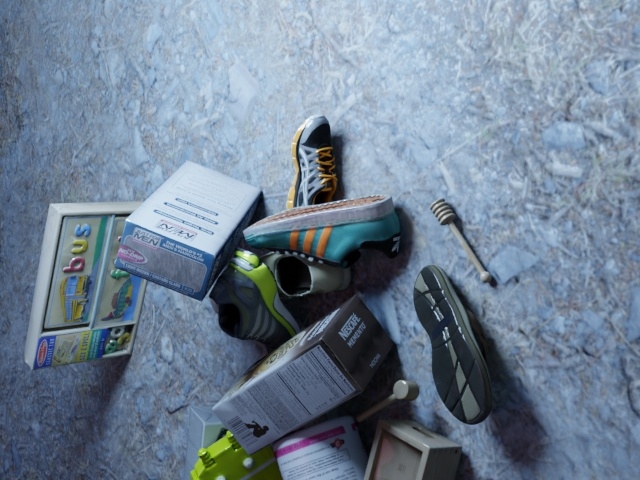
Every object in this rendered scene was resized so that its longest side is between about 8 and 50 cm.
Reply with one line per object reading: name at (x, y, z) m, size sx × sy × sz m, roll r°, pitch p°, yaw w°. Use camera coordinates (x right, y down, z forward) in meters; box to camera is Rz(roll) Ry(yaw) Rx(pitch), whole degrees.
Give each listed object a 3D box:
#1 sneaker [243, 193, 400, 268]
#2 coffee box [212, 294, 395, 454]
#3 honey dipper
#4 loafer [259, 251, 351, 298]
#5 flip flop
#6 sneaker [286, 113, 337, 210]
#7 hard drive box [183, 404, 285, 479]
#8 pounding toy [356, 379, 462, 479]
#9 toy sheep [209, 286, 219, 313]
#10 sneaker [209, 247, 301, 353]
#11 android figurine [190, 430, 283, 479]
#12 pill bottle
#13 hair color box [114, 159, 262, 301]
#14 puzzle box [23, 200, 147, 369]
sneaker at (0.000, 0.000, 1.637) m, size 0.302 × 0.108 × 0.121 m, roll -8°, pitch 104°, yaw 29°
coffee box at (-0.031, 0.242, 1.634) m, size 0.297 × 0.168 × 0.119 m, roll -36°, pitch 95°, yaw 33°
honey dipper at (0.231, 0.002, 1.489) m, size 0.030 × 0.030 × 0.160 m, roll -48°, pitch 63°, yaw 38°
loafer at (-0.059, 0.061, 1.757) m, size 0.269 × 0.092 × 0.101 m, roll -9°, pitch 86°, yaw 47°
flip flop at (0.225, 0.162, 1.478) m, size 0.112 × 0.080 × 0.277 m, roll -54°, pitch 40°, yaw 40°
sneaker at (-0.004, -0.129, 1.699) m, size 0.083 × 0.084 × 0.214 m, roll 26°, pitch 120°, yaw 40°
hard drive box at (-0.174, 0.450, 1.836) m, size 0.089 × 0.181 × 0.232 m, roll 28°, pitch 114°, yaw 60°
pounding toy at (0.150, 0.340, 1.560) m, size 0.181 × 0.094 × 0.206 m, roll 20°, pitch 98°, yaw 50°
toy sheep at (-0.189, 0.124, 1.911) m, size 0.132 × 0.091 × 0.091 m, roll -2°, pitch 92°, yaw 53°
sneaker at (-0.130, 0.150, 1.745) m, size 0.111 × 0.121 × 0.300 m, roll 24°, pitch 150°, yaw 42°
android figurine at (-0.142, 0.483, 1.768) m, size 0.272 × 0.248 × 0.056 m, roll 65°, pitch 169°, yaw -24°
pill bottle at (0.030, 0.471, 1.638) m, size 0.160 × 0.160 × 0.283 m, roll -34°, pitch 70°, yaw 43°
hair color box at (-0.243, -0.028, 1.745) m, size 0.174 × 0.347 × 0.105 m, roll 21°, pitch 114°, yaw 2°
puzzle box at (-0.533, 0.102, 2.142) m, size 0.052 × 0.272 × 0.408 m, roll 35°, pitch 118°, yaw 40°
